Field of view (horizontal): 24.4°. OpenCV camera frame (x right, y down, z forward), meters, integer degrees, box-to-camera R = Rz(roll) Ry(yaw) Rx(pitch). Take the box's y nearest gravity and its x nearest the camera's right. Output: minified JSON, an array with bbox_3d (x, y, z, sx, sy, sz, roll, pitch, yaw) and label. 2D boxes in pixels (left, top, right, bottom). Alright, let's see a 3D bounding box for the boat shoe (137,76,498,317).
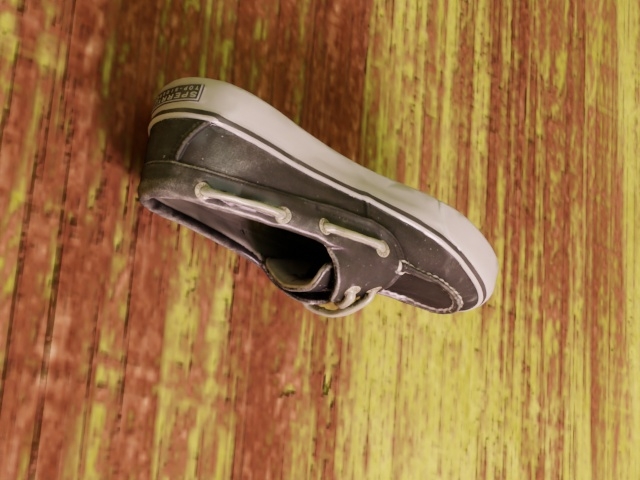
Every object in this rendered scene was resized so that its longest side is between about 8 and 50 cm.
[{"bbox_3d":[0.000,0.000,0.740,0.219,0.078,0.070,28,61,-31],"label":"boat shoe"}]
